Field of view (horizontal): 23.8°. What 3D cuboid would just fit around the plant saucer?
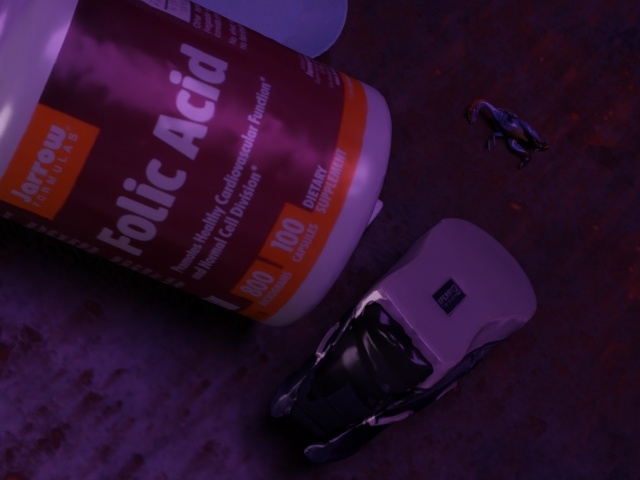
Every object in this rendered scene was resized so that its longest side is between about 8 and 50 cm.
[{"bbox_3d":[-0.067,-0.248,1.479,0.195,0.037,0.195,12,61,-23],"label":"plant saucer"}]

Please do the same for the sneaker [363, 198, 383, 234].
[{"bbox_3d":[0.000,0.000,1.384,0.061,0.054,0.152,36,46,-1],"label":"sneaker"}]

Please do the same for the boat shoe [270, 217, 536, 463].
[{"bbox_3d":[0.073,0.085,1.346,0.127,0.158,0.340,52,25,9],"label":"boat shoe"}]

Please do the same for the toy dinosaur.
[{"bbox_3d":[0.190,-0.114,1.567,0.082,0.047,0.090,48,19,12],"label":"toy dinosaur"}]

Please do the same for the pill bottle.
[{"bbox_3d":[-0.160,-0.098,1.233,0.392,0.224,0.224,23,56,-17],"label":"pill bottle"}]
